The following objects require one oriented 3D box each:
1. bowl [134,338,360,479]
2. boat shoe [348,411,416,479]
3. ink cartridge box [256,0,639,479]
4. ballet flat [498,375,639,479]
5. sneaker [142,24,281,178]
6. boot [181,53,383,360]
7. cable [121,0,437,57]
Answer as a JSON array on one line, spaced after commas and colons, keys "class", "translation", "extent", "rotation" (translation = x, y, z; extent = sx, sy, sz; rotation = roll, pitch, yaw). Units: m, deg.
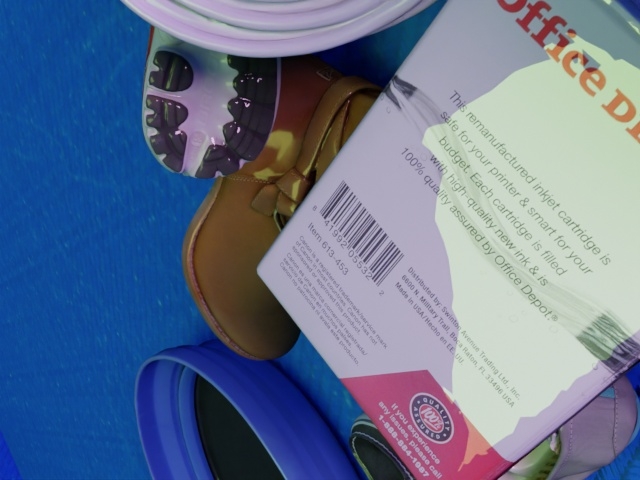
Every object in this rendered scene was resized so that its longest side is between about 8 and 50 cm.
[{"class": "bowl", "translation": [-0.069, 0.285, 0.986], "extent": [0.391, 0.077, 0.391], "rotation": [34, 137, 39]}, {"class": "boat shoe", "translation": [0.088, 0.229, 0.716], "extent": [0.228, 0.076, 0.080], "rotation": [47, 144, 27]}, {"class": "ink cartridge box", "translation": [0.099, -0.008, 0.453], "extent": [0.172, 0.100, 0.237], "rotation": [51, 127, 19]}, {"class": "ballet flat", "translation": [0.129, 0.146, 0.599], "extent": [0.213, 0.068, 0.072], "rotation": [112, 161, -47]}, {"class": "sneaker", "translation": [-0.063, -0.181, 0.583], "extent": [0.118, 0.107, 0.279], "rotation": [-131, 58, -64]}, {"class": "boot", "translation": [0.000, 0.000, 0.687], "extent": [0.220, 0.109, 0.284], "rotation": [23, 122, 42]}, {"class": "cable", "translation": [-0.019, -0.222, 0.438], "extent": [0.257, 0.089, 0.257], "rotation": [-34, 102, 22]}]
